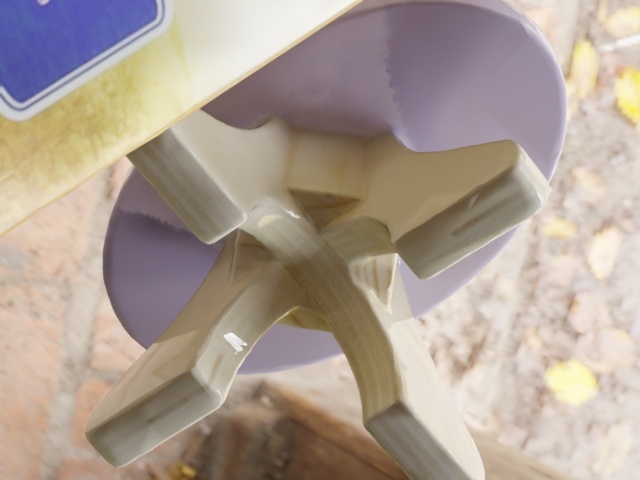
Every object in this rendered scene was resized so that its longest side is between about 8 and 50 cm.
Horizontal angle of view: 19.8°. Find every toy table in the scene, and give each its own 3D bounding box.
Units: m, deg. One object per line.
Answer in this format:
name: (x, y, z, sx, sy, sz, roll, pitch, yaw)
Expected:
toy table: (0.000, 0.000, 0.912, 0.252, 0.161, 0.274, 39, 113, -16)

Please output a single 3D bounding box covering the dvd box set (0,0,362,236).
dvd box set: (-0.066, -0.177, 0.359, 0.420, 0.062, 0.307, -36, 119, -22)
